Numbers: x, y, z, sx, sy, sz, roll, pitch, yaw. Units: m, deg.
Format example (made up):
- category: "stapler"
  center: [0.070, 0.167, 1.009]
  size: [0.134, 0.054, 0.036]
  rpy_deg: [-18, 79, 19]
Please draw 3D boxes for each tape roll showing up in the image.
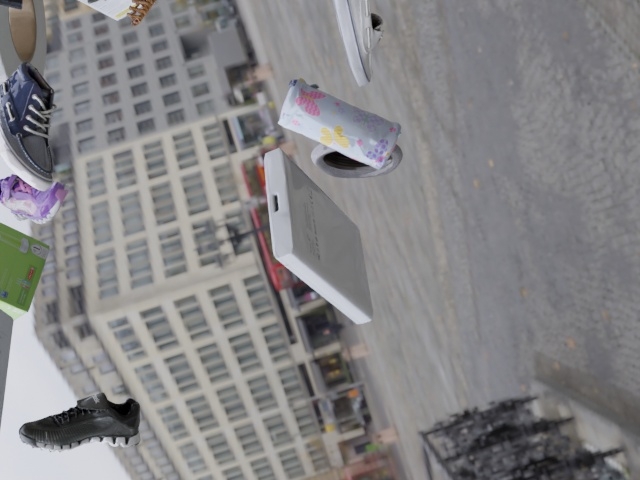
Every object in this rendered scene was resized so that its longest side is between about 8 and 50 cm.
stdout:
- category: "tape roll"
  center: [-0.746, -0.526, 2.248]
  size: [0.392, 0.072, 0.392]
  rpy_deg: [-2, -90, -89]

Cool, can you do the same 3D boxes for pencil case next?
- category: "pencil case"
  center: [0.041, -0.259, 2.084]
  size: [0.124, 0.273, 0.113]
  rpy_deg: [-70, 6, -49]

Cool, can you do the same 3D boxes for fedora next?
- category: "fedora"
  center: [0.096, -0.266, 2.512]
  size: [0.275, 0.244, 0.124]
  rpy_deg: [43, -135, -71]

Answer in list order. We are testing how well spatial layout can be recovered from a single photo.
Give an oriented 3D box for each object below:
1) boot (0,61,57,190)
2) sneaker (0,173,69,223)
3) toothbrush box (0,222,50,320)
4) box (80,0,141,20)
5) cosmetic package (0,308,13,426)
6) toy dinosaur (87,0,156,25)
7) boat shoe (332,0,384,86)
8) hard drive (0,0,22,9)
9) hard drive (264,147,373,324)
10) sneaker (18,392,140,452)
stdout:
- category: "boot"
  center: [-0.380, -0.154, 1.232]
  size: [0.190, 0.086, 0.069]
  rpy_deg: [53, -166, 31]
- category: "sneaker"
  center: [-0.635, -0.100, 2.034]
  size: [0.236, 0.095, 0.104]
  rpy_deg: [0, 145, 48]
- category: "toothbrush box"
  center: [-0.876, 0.058, 2.429]
  size: [0.283, 0.122, 0.206]
  rpy_deg: [30, -128, -32]
- category: "box"
  center: [-0.459, -0.516, 1.809]
  size: [0.244, 0.100, 0.060]
  rpy_deg: [23, -117, -42]
- category: "cosmetic package"
  center: [-0.887, 0.300, 1.979]
  size: [0.329, 0.327, 0.393]
  rpy_deg: [65, -160, -60]
- category: "toy dinosaur"
  center: [-0.283, -0.474, 1.480]
  size: [0.322, 0.218, 0.164]
  rpy_deg: [-82, -22, -53]
- category: "boat shoe"
  center: [0.083, -0.422, 1.876]
  size: [0.096, 0.088, 0.267]
  rpy_deg: [-105, -3, -45]
- category: "hard drive"
  center: [-0.642, -0.500, 1.645]
  size: [0.255, 0.054, 0.172]
  rpy_deg: [43, -156, 27]
- category: "hard drive"
  center: [0.000, 0.000, 1.860]
  size: [0.353, 0.047, 0.233]
  rpy_deg: [42, -146, -53]
- category: "sneaker"
  center: [-0.436, 0.328, 1.737]
  size: [0.078, 0.234, 0.106]
  rpy_deg: [35, 115, 53]
